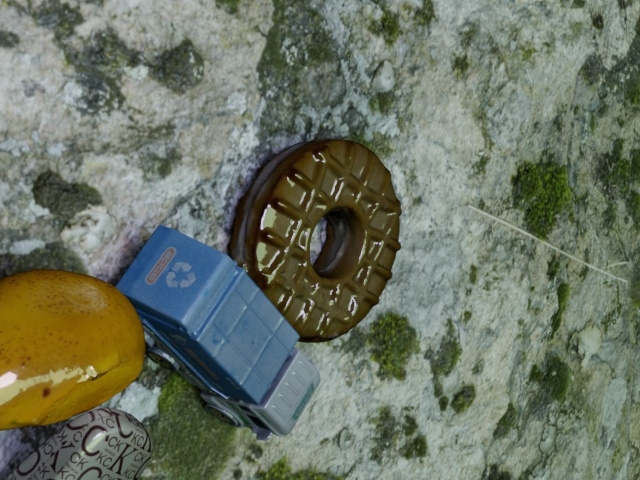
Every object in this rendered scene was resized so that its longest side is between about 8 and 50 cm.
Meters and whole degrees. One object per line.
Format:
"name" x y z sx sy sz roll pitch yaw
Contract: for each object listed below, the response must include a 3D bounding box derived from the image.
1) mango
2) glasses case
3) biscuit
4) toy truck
"mango" -0.341 0.129 1.263 0.290 0.191 0.160 -26 155 -56
"glasses case" -0.356 0.347 1.314 0.354 0.085 0.137 -44 143 0
"biscuit" 0.000 0.000 1.643 0.332 0.103 0.332 -13 108 -44
"toy truck" -0.142 0.138 1.486 0.146 0.175 0.367 -58 134 -21
